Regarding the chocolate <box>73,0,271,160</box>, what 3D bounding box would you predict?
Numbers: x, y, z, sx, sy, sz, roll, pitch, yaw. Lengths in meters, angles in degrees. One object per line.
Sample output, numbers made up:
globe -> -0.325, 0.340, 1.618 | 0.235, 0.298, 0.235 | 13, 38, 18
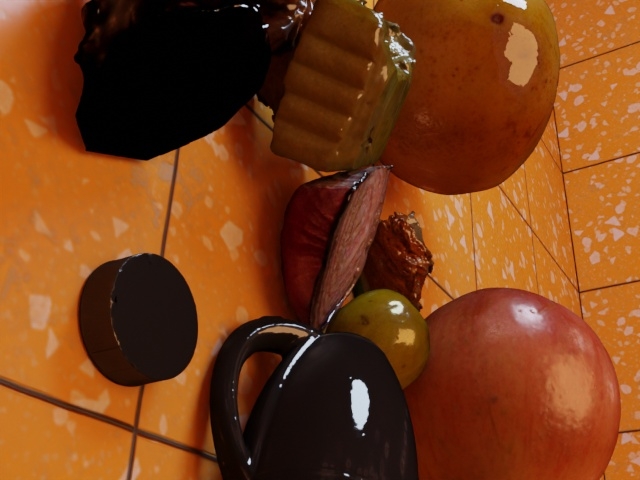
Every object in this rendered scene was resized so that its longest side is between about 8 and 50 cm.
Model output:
chocolate -> -0.179, -0.227, 0.845 | 0.177, 0.224, 0.206 | 58, 24, 18

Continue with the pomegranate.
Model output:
pomegranate -> 0.229, -0.292, 1.406 | 0.416, 0.416, 0.417 | 35, 47, -50

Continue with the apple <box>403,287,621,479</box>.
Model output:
apple -> 0.280, 0.272, 1.226 | 0.364, 0.363, 0.364 | 35, 47, -50

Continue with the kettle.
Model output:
kettle -> -0.009, 0.217, 0.924 | 0.268, 0.207, 0.290 | 29, 40, -17

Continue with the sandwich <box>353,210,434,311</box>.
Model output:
sandwich -> 0.127, 0.055, 1.261 | 0.109, 0.159, 0.185 | -8, 78, -44

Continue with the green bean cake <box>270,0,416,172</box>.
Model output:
green bean cake -> 0.042, -0.211, 1.090 | 0.233, 0.124, 0.236 | -69, 168, 15

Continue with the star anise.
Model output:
star anise -> -0.062, -0.310, 1.126 | 0.346, 0.148, 0.238 | -63, 152, -55

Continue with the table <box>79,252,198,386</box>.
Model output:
table -> -0.183, 0.081, 0.808 | 0.133, 0.043, 0.134 | 36, 47, -50

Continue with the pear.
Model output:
pear -> 0.081, 0.150, 1.131 | 0.162, 0.148, 0.149 | -40, 116, -25

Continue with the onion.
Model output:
onion -> 0.000, 0.000, 1.114 | 0.250, 0.111, 0.248 | -32, 141, -71
